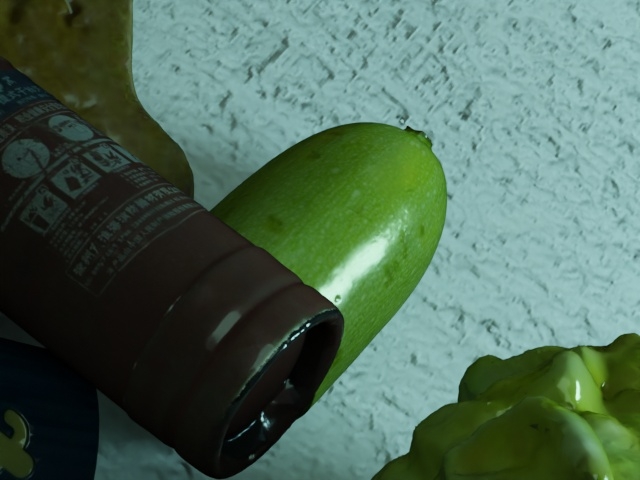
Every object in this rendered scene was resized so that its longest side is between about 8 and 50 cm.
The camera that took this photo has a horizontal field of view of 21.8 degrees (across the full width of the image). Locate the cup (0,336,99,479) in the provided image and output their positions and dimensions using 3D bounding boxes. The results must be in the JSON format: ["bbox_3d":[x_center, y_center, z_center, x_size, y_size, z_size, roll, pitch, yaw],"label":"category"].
[{"bbox_3d":[-0.202,0.118,0.802,0.155,0.131,0.176,10,98,-25],"label":"cup"}]

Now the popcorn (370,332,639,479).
[{"bbox_3d":[0.117,0.208,0.770,0.312,0.312,0.312,7,61,-13],"label":"popcorn"}]

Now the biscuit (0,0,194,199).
[{"bbox_3d":[-0.214,-0.153,0.974,0.368,0.076,0.394,6,64,-13],"label":"biscuit"}]

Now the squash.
[{"bbox_3d":[0.000,0.000,0.924,0.123,0.123,0.186,39,58,6],"label":"squash"}]

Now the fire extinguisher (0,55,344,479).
[{"bbox_3d":[-0.140,-0.031,0.830,0.344,0.102,0.138,37,45,18],"label":"fire extinguisher"}]
